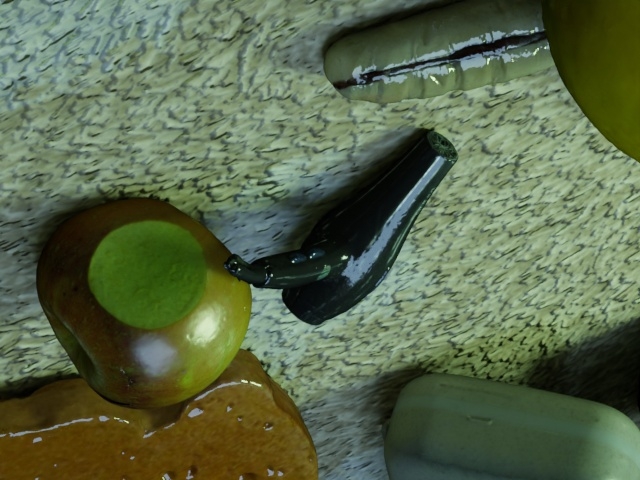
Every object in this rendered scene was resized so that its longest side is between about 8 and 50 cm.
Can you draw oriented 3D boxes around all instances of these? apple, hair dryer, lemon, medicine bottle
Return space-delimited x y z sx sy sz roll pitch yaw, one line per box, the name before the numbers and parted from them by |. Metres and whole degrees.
apple | -0.135 0.047 1.518 0.147 0.163 0.146 -34 167 -19
hair dryer | 0.000 0.000 1.511 0.195 0.075 0.219 -50 161 27
lemon | 0.257 -0.158 1.311 0.219 0.240 0.240 7 143 -12
medicine bottle | 0.203 0.266 1.957 0.282 0.123 0.375 9 151 15

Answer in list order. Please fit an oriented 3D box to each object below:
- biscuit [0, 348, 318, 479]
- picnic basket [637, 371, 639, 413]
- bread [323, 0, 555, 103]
biscuit | -0.223 0.253 1.786 0.455 0.078 0.350 -11 132 -15
picnic basket | 0.410 0.165 1.983 0.222 0.129 0.297 -17 149 -3
bread | 0.108 -0.140 1.423 0.214 0.053 0.073 -13 144 -9
